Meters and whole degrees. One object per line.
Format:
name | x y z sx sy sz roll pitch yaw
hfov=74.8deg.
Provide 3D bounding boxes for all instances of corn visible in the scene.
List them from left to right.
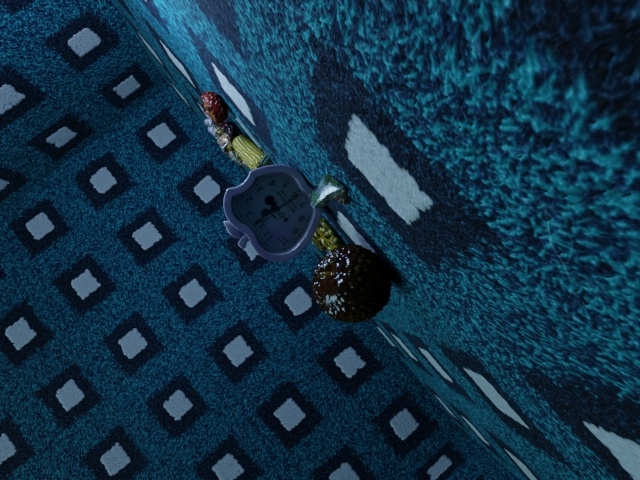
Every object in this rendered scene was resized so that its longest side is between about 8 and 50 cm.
corn | -0.311 -0.384 1.866 0.244 0.093 0.093 47 173 36

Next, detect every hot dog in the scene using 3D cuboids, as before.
hot dog | 0.000 0.000 2.055 0.109 0.072 0.269 52 173 4

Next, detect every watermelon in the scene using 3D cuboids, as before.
watermelon | 0.014 -0.128 1.125 0.080 0.101 0.155 40 -168 -43

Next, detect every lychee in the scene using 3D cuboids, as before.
lychee | 0.109 0.143 1.338 0.267 0.267 0.267 50 174 7

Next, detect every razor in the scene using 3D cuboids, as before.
razor | -0.275 -0.417 1.709 0.211 0.036 0.084 56 150 -1

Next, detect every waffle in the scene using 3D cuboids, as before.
waffle | 0.039 -0.002 1.787 0.280 0.060 0.262 50 174 4

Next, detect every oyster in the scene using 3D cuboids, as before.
oyster | -0.422 -0.478 2.176 0.396 0.111 0.204 49 -169 23

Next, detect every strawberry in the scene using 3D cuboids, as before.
strawberry | -0.448 -0.565 1.770 0.145 0.086 0.145 48 173 7

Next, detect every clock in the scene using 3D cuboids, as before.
clock | -0.166 -0.097 1.465 0.338 0.339 0.102 51 179 -12

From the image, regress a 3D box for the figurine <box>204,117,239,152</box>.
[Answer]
figurine | -0.472 -0.537 2.006 0.240 0.116 0.175 56 172 1
